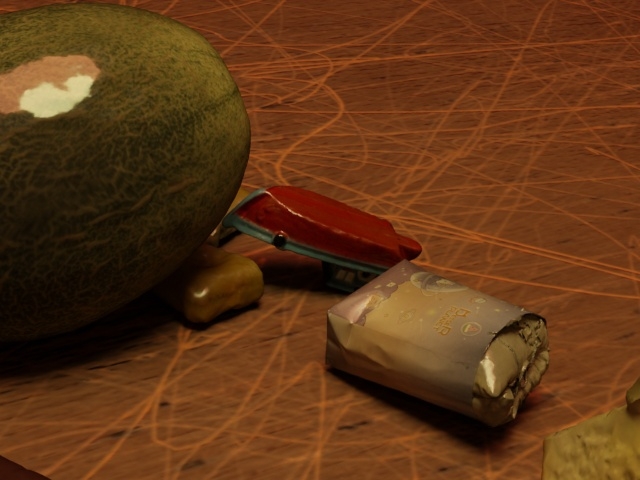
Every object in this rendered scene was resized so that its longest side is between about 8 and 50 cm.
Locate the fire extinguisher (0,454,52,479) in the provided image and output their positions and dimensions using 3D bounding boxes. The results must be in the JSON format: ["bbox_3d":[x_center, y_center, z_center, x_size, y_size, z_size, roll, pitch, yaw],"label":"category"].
[{"bbox_3d":[-0.338,0.145,0.987,0.344,0.102,0.138,19,33,18],"label":"fire extinguisher"}]

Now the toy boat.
[{"bbox_3d":[0.000,0.000,1.352,0.173,0.058,0.069,19,27,-17],"label":"toy boat"}]

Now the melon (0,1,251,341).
[{"bbox_3d":[-0.211,-0.058,1.220,0.329,0.248,0.248,-26,42,-23],"label":"melon"}]

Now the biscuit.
[{"bbox_3d":[-0.100,0.004,1.366,0.174,0.039,0.183,-14,37,-38],"label":"biscuit"}]

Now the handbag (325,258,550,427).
[{"bbox_3d":[0.100,0.086,1.230,0.173,0.095,0.117,20,36,35],"label":"handbag"}]

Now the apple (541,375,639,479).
[{"bbox_3d":[0.324,0.185,0.957,0.309,0.252,0.314,11,22,-30],"label":"apple"}]
